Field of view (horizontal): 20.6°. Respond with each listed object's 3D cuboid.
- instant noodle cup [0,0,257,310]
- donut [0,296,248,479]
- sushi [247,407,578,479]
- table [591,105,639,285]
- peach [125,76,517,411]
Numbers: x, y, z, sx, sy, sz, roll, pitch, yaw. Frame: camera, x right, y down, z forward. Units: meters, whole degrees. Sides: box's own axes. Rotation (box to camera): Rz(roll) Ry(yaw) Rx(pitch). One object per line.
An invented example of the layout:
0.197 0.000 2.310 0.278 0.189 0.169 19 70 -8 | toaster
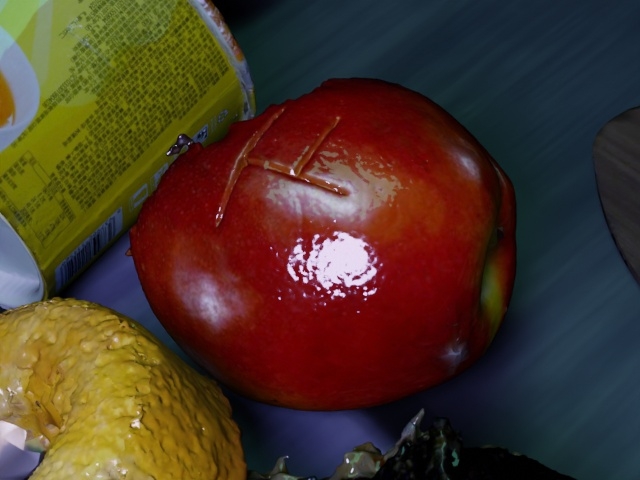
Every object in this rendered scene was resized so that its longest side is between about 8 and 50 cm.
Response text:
-0.204 -0.089 1.178 0.264 0.264 0.200 21 61 33 | instant noodle cup
-0.158 0.143 0.899 0.253 0.118 0.253 -22 40 20 | donut
0.037 0.162 0.897 0.212 0.147 0.115 -14 45 11 | sushi
0.322 -0.115 1.045 0.317 0.249 0.317 -8 42 7 | table
0.000 0.000 1.057 0.226 0.196 0.190 7 12 19 | peach
